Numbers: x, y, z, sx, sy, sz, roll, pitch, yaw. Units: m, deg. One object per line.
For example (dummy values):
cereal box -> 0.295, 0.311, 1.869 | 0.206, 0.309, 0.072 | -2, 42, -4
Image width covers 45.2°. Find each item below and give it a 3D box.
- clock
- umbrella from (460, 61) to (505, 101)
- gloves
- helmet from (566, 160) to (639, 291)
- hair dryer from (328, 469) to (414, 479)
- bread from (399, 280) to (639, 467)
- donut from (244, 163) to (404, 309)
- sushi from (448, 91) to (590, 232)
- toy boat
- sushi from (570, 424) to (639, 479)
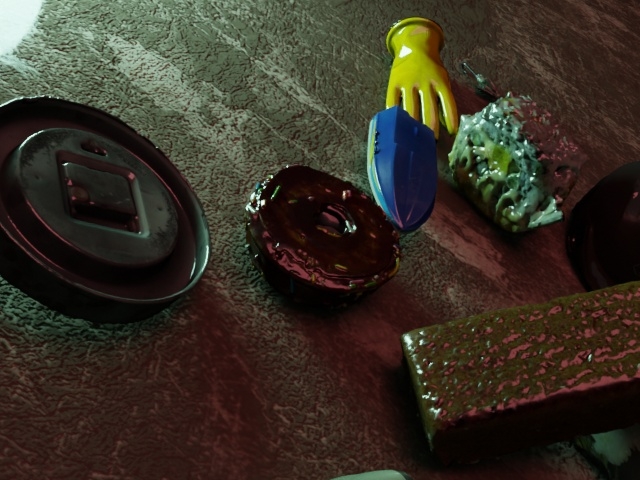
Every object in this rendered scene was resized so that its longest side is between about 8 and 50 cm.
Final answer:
clock -> -0.275, -0.039, 0.924 | 0.312, 0.061, 0.313 | 32, 33, -24
umbrella -> 0.380, -0.292, 1.612 | 0.044, 0.044, 0.269 | -34, 65, -12
gloves -> 0.191, -0.295, 1.490 | 0.132, 0.116, 0.295 | -4, 54, 6
helmet -> 0.572, -0.017, 1.338 | 0.224, 0.177, 0.305 | 22, 40, -9
hair dryer -> 0.013, 0.365, 0.747 | 0.229, 0.092, 0.267 | 0, 58, -18
bread -> 0.318, 0.155, 0.958 | 0.416, 0.113, 0.165 | -12, 48, 0
donut -> 0.000, 0.000, 1.081 | 0.235, 0.089, 0.235 | 14, 43, -14
sushi -> 0.340, -0.125, 1.313 | 0.139, 0.184, 0.274 | -18, 60, -38
toy boat -> 0.129, -0.102, 1.239 | 0.129, 0.088, 0.295 | 32, 34, -17
sushi -> 0.408, 0.244, 1.048 | 0.109, 0.134, 0.273 | 6, 30, -42
